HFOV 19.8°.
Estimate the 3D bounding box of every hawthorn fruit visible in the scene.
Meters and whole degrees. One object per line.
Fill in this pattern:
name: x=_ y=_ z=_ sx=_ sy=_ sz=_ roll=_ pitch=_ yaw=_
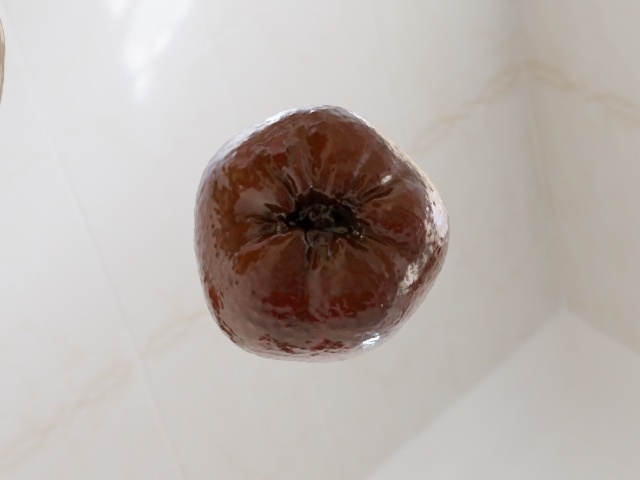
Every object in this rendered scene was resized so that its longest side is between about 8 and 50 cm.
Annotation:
hawthorn fruit: x=0.000 y=0.000 z=0.941 sx=0.132 sy=0.138 sz=0.133 roll=1 pitch=-103 yaw=-3

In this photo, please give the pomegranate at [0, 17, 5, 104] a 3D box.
pomegranate: x=-0.239 y=-0.076 z=0.831 sx=0.191 sy=0.191 sz=0.191 roll=-9 pitch=-138 yaw=8
